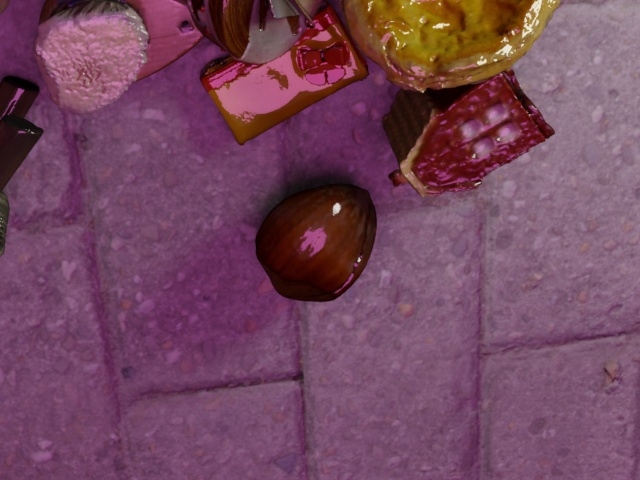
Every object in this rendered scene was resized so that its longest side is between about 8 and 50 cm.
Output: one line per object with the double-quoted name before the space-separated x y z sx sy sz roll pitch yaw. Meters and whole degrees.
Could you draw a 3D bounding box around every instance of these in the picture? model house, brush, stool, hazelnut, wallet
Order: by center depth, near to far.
"stool" -0.573 -0.136 1.763 0.310 0.310 0.226 17 107 -20
"brush" -0.283 -0.299 1.804 0.266 0.166 0.174 -12 119 -7
"wallet" -0.056 -0.261 1.922 0.241 0.067 0.141 -29 117 6
"model house" 0.206 -0.186 1.939 0.254 0.196 0.160 -32 118 9
"hazelnut" 0.002 0.003 2.003 0.181 0.212 0.181 -7 76 20

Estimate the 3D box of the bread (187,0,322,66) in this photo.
"bread" -0.086 -0.363 1.782 0.212 0.142 0.224 -54 146 -5

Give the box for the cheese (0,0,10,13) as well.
"cheese" -0.546 -0.342 1.694 0.093 0.263 0.159 -4 117 37

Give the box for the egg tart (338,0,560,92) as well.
"egg tart" 0.188 -0.373 1.831 0.341 0.132 0.341 1 79 -4
